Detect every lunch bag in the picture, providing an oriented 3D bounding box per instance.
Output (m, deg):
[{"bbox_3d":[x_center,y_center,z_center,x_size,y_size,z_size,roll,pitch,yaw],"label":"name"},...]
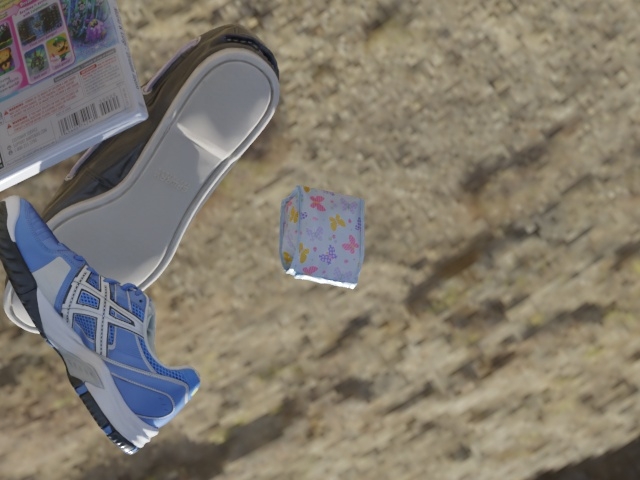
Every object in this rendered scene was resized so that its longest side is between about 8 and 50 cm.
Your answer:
[{"bbox_3d":[0.000,0.000,1.427,0.071,0.083,0.053,10,153,-21],"label":"lunch bag"}]

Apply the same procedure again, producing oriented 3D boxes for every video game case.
[{"bbox_3d":[-0.202,-0.114,1.069,0.157,0.143,0.019,-24,159,17],"label":"video game case"}]

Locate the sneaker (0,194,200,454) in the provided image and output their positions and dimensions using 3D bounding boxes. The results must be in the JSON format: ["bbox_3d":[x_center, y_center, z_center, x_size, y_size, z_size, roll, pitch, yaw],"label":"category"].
[{"bbox_3d":[-0.169,0.052,1.167,0.081,0.211,0.080,-34,175,-5],"label":"sneaker"}]

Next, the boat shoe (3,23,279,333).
[{"bbox_3d":[-0.157,-0.053,1.393,0.112,0.095,0.335,36,108,-24],"label":"boat shoe"}]
